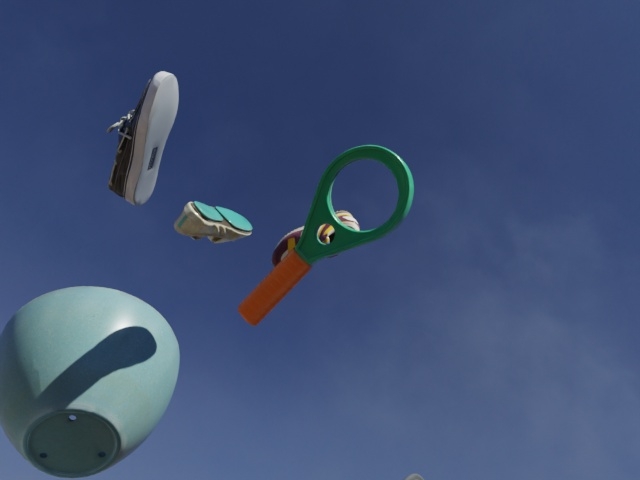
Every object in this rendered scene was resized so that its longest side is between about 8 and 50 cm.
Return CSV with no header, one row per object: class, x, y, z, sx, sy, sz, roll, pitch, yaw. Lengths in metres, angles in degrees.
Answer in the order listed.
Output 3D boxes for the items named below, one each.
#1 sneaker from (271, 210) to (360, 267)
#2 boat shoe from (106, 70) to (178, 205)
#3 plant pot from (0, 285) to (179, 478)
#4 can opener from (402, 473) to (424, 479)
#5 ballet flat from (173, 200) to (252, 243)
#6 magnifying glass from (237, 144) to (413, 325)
sneaker,-0.011,0.008,1.215,0.185,0.084,0.070,-32,-65,3
boat shoe,-0.395,-0.229,1.368,0.105,0.113,0.306,27,-60,10
plant pot,-0.368,0.244,0.973,0.290,0.195,0.290,-5,-62,-9
can opener,0.217,0.458,0.907,0.280,0.093,0.074,43,-54,21
ballet flat,-0.160,-0.022,0.930,0.052,0.057,0.168,-45,-21,10
magnifying glass,0.000,0.000,0.641,0.231,0.026,0.092,-46,-104,12
